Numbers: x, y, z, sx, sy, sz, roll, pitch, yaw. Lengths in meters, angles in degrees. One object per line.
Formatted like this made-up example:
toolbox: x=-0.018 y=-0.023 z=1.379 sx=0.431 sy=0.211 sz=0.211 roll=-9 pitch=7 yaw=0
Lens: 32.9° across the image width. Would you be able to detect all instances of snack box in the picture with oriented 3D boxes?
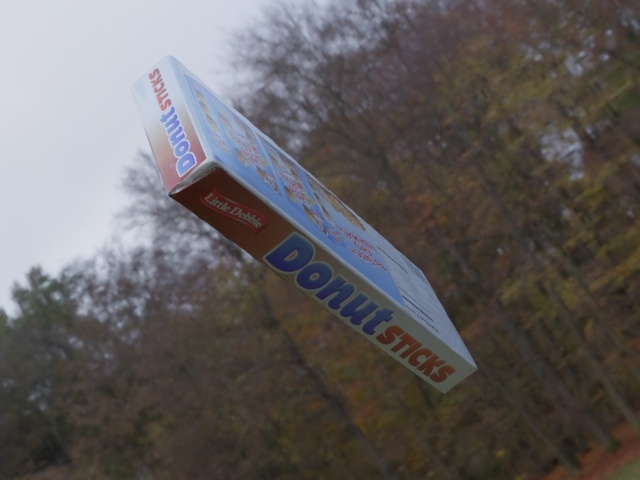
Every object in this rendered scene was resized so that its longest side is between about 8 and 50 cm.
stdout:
snack box: x=0.000 y=0.000 z=0.420 sx=0.022 sy=0.064 sz=0.178 roll=-38 pitch=-45 yaw=14
